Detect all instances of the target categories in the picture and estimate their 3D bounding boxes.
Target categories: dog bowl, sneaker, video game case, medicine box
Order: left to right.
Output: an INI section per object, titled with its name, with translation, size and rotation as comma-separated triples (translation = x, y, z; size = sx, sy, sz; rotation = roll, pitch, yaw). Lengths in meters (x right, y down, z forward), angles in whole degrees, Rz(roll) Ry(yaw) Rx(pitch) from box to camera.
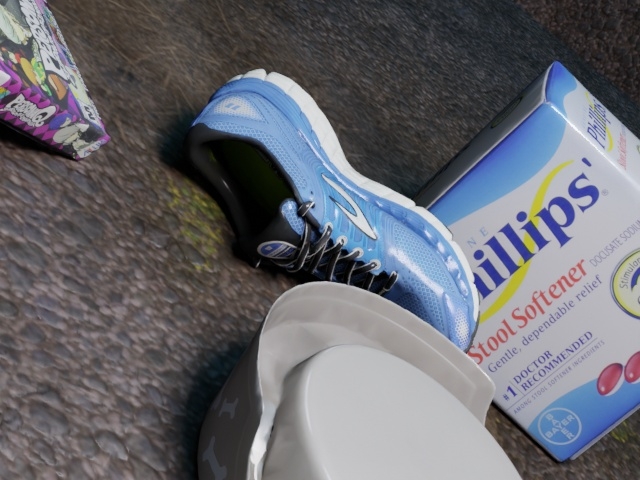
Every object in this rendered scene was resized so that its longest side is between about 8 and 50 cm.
[video game case]
translation = -0.266, -0.189, 1.000
size = 0.232, 0.042, 0.210
rotation = 63, 11, 19
[sneaker]
translation = 0.000, 0.000, 1.161
size = 0.330, 0.130, 0.147
rotation = 43, 39, 3
[dog bowl]
translation = 0.059, 0.196, 0.948
size = 0.349, 0.102, 0.348
rotation = 34, 28, -21
[medicine box]
translation = 0.236, 0.023, 1.285
size = 0.289, 0.263, 0.149
rotation = 42, 25, -8
